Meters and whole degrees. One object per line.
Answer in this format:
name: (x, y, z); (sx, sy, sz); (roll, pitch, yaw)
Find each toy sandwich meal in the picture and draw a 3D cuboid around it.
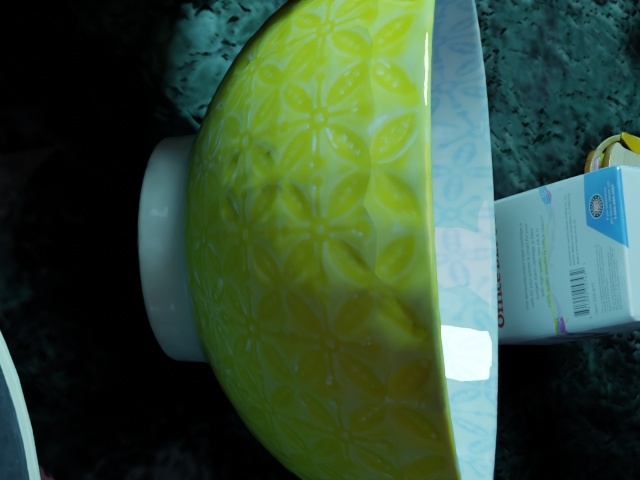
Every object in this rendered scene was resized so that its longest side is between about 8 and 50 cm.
toy sandwich meal: (0.208, -0.035, 0.955); (0.085, 0.029, 0.086); (7, 76, -30)

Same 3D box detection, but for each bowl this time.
bowl: (0.000, 0.000, 0.727); (0.156, 0.289, 0.289); (-2, 77, 12)

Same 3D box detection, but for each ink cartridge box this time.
ink cartridge box: (0.152, 0.012, 0.858); (0.052, 0.122, 0.089); (3, 79, -35)

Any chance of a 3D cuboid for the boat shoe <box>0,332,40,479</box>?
boat shoe: (-0.194, 0.155, 0.557); (0.186, 0.156, 0.500); (-15, 94, -3)
